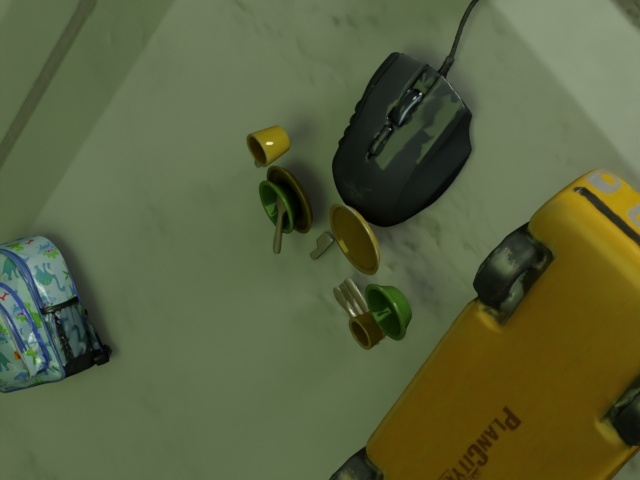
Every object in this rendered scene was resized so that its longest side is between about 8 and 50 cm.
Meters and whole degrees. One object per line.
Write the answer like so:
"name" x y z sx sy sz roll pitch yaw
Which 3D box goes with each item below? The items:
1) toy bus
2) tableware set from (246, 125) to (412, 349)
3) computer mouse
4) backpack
"toy bus" 0.104 0.105 0.675 0.108 0.130 0.332 45 131 18
"tableware set" 0.000 0.000 0.766 0.154 0.024 0.104 59 158 5
"computer mouse" 0.066 -0.099 0.685 0.071 0.041 0.242 42 129 21
"backpack" -0.236 0.058 0.979 0.105 0.084 0.114 -14 95 41
